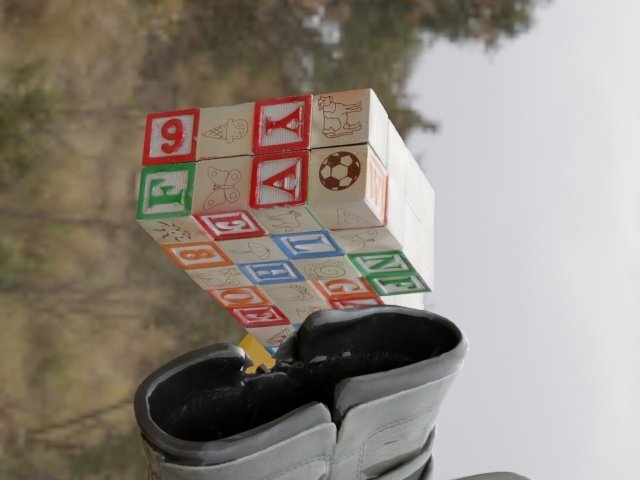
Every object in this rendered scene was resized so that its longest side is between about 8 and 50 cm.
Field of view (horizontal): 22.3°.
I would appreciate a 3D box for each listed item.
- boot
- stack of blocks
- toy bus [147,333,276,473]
[{"bbox_3d":[0.029,0.095,0.604,0.083,0.246,0.161,41,-54,35],"label":"boot"},{"bbox_3d":[0.000,0.000,1.242,0.297,0.171,0.087,52,37,-60],"label":"stack of blocks"},{"bbox_3d":[-0.040,0.146,1.559,0.333,0.108,0.130,-51,170,-40],"label":"toy bus"}]
